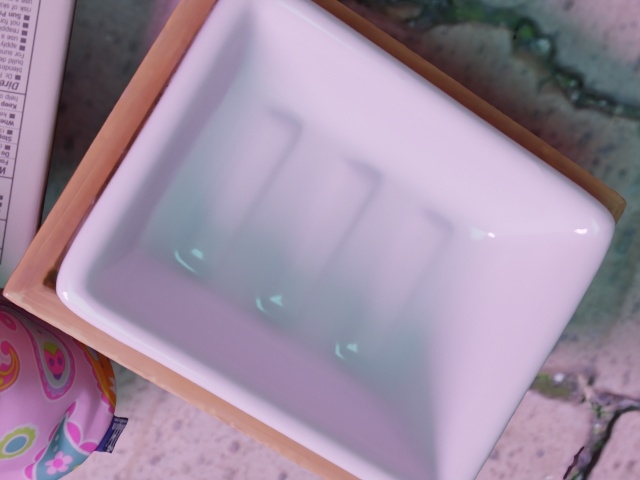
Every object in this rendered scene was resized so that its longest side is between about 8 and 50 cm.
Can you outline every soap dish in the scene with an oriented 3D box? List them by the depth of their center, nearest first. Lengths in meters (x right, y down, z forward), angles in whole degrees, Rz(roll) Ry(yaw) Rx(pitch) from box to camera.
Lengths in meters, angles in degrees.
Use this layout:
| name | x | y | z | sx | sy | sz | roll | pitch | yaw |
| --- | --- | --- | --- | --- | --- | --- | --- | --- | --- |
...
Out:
| name | x | y | z | sx | sy | sz | roll | pitch | yaw |
| --- | --- | --- | --- | --- | --- | --- | --- | --- | --- |
| soap dish | 0.000 | 0.000 | 0.924 | 0.291 | 0.118 | 0.229 | 32 | 86 | -20 |

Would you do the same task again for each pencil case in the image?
| name | x | y | z | sx | sy | sz | roll | pitch | yaw |
| --- | --- | --- | --- | --- | --- | --- | --- | --- | --- |
| pencil case | -0.235 | 0.081 | 0.925 | 0.124 | 0.124 | 0.284 | -34 | 155 | 18 |

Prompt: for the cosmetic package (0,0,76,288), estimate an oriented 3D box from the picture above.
| name | x | y | z | sx | sy | sz | roll | pitch | yaw |
| --- | --- | --- | --- | --- | --- | --- | --- | --- | --- |
| cosmetic package | -0.208 | -0.138 | 0.874 | 0.160 | 0.113 | 0.309 | 11 | 122 | -9 |
